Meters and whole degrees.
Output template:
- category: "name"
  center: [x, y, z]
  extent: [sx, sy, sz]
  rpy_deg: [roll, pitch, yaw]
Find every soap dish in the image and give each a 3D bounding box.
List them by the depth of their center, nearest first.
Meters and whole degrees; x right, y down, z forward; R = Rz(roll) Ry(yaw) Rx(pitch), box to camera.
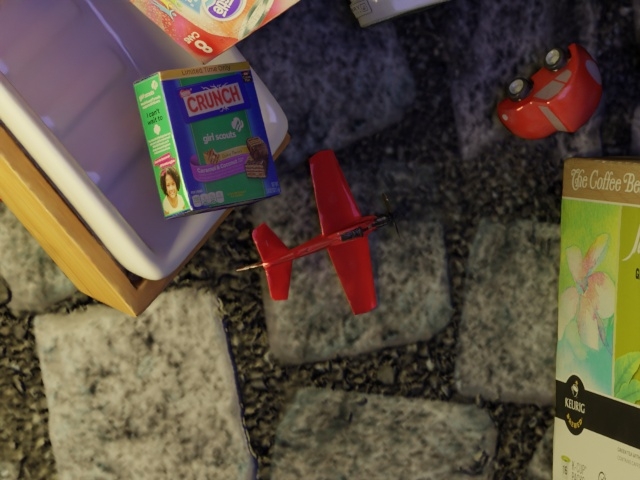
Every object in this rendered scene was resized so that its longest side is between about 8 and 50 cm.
- category: "soap dish"
  center: [-0.181, -0.115, 1.468]
  extent: [0.291, 0.118, 0.229]
  rpy_deg: [52, 52, -18]

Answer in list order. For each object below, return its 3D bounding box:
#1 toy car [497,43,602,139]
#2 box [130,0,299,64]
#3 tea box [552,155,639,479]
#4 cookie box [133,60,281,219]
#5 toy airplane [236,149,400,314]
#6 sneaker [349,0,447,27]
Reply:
- category: "toy car"
  center: [0.269, -0.193, 1.626]
  extent: [0.239, 0.053, 0.225]
  rpy_deg: [-16, 133, -14]
- category: "box"
  center: [-0.037, -0.300, 1.450]
  extent: [0.142, 0.154, 0.300]
  rpy_deg: [42, 55, -17]
- category: "tea box"
  center: [0.362, 0.093, 1.596]
  extent: [0.220, 0.329, 0.324]
  rpy_deg: [1, 93, -18]
- category: "cookie box"
  center: [-0.086, -0.077, 1.433]
  extent: [0.092, 0.040, 0.107]
  rpy_deg: [-12, 87, -42]
- category: "toy airplane"
  center: [0.000, 0.000, 1.625]
  extent: [0.151, 0.028, 0.151]
  rpy_deg: [-2, 96, -19]
- category: "sneaker"
  center: [0.138, -0.259, 1.617]
  extent: [0.258, 0.094, 0.091]
  rpy_deg: [-19, 95, -19]
